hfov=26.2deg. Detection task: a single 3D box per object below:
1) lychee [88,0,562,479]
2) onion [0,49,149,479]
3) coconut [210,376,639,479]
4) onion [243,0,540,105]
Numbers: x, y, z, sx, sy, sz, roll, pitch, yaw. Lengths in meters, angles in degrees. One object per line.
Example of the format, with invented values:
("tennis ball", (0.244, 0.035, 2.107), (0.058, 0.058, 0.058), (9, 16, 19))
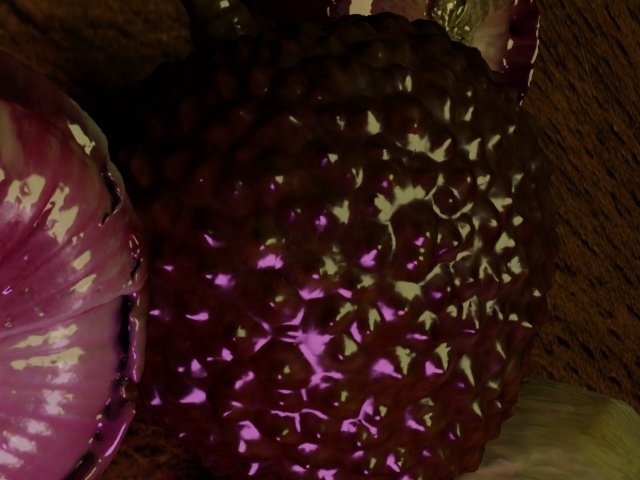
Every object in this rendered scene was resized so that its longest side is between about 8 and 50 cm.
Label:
("lychee", (0.000, 0.000, 0.733), (0.276, 0.276, 0.304), (-38, 109, -56))
("onion", (-0.182, 0.022, 0.536), (0.230, 0.163, 0.230), (-8, 111, -22))
("coconut", (0.123, 0.276, 0.901), (0.404, 0.404, 0.404), (-8, 99, -62))
("onion", (0.044, -0.143, 0.939), (0.248, 0.161, 0.248), (7, 81, -53))
